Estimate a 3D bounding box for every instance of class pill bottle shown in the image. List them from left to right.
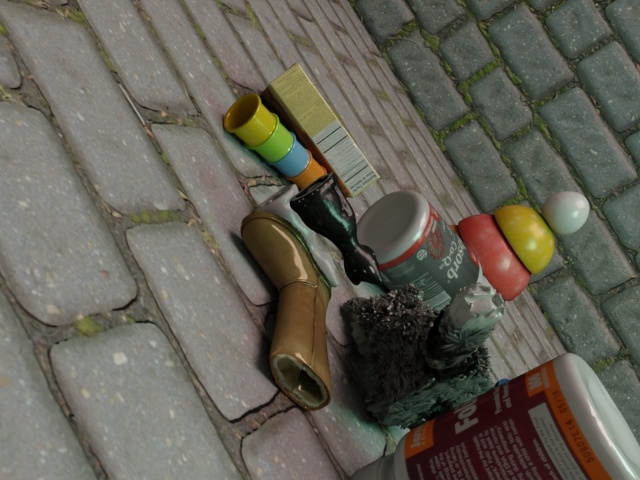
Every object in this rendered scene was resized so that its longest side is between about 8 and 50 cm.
[{"bbox_3d":[0.258,0.064,1.755,0.363,0.210,0.210,43,25,-32],"label":"pill bottle"},{"bbox_3d":[0.250,0.346,1.070,0.224,0.392,0.224,47,22,-26],"label":"pill bottle"}]

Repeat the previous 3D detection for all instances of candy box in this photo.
[{"bbox_3d":[-0.005,-0.247,1.702,0.316,0.087,0.183,53,-6,-10],"label":"candy box"}]

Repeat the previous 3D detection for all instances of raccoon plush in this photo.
[{"bbox_3d":[0.195,0.128,1.307,0.216,0.446,0.299,2,49,-25],"label":"raccoon plush"}]

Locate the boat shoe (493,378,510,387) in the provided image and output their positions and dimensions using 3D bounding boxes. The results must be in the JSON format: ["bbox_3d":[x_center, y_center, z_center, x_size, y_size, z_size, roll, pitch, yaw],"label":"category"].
[{"bbox_3d":[0.442,0.416,1.844,0.109,0.089,0.258,50,23,19],"label":"boat shoe"}]

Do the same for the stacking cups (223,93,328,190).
[{"bbox_3d":[-0.072,-0.174,1.556,0.316,0.096,0.096,44,24,-41],"label":"stacking cups"}]

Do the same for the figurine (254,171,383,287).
[{"bbox_3d":[0.000,0.000,1.320,0.092,0.215,0.209,-41,107,-29],"label":"figurine"}]

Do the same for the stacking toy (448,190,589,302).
[{"bbox_3d":[0.523,0.020,2.029,0.350,0.480,0.350,46,24,-27],"label":"stacking toy"}]

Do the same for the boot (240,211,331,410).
[{"bbox_3d":[-0.053,0.103,1.183,0.236,0.089,0.269,47,24,-24],"label":"boot"}]
